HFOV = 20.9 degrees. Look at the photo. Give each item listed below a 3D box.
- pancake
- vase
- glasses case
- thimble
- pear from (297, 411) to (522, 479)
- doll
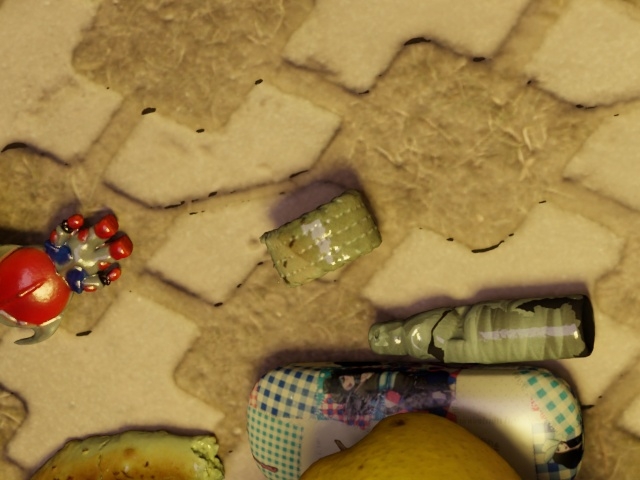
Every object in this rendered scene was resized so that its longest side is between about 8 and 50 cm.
[{"bbox_3d":[-0.240,0.319,1.795,0.197,0.054,0.376,46,114,6],"label":"pancake"},{"bbox_3d":[0.144,0.085,1.597,0.211,0.060,0.060,-5,99,22],"label":"vase"},{"bbox_3d":[0.085,0.179,1.629,0.327,0.076,0.125,-1,99,21],"label":"glasses case"},{"bbox_3d":[0.000,0.000,1.620,0.110,0.084,0.062,-27,91,21],"label":"thimble"},{"bbox_3d":[0.100,0.319,1.480,0.285,0.336,0.285,1,133,1],"label":"pear"},{"bbox_3d":[-0.280,0.037,1.749,0.195,0.062,0.104,-30,121,17],"label":"doll"}]
